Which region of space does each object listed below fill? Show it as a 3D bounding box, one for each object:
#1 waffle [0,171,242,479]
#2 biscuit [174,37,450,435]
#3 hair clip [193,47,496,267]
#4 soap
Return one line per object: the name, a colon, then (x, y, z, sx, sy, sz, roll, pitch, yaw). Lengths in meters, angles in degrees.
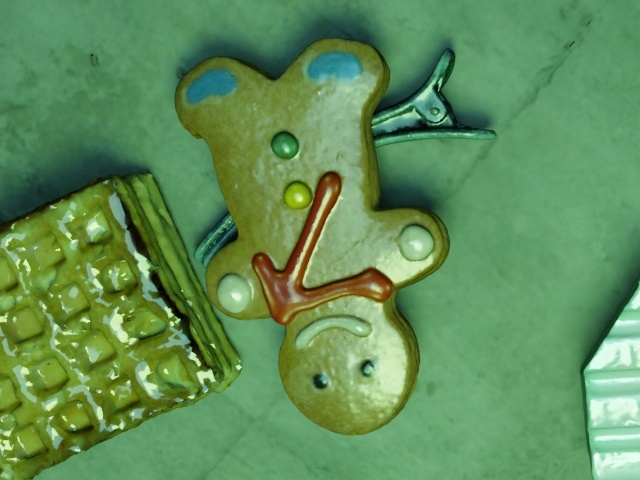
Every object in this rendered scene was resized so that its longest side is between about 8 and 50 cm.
waffle: (-0.245, 0.091, 1.091, 0.308, 0.091, 0.213, -25, 94, 12)
biscuit: (-0.001, 0.000, 1.026, 0.205, 0.049, 0.324, -9, 94, 15)
hair clip: (0.006, -0.060, 1.064, 0.275, 0.048, 0.083, -27, 92, 15)
soap: (0.351, 0.093, 1.006, 0.289, 0.095, 0.173, -6, 98, 9)
